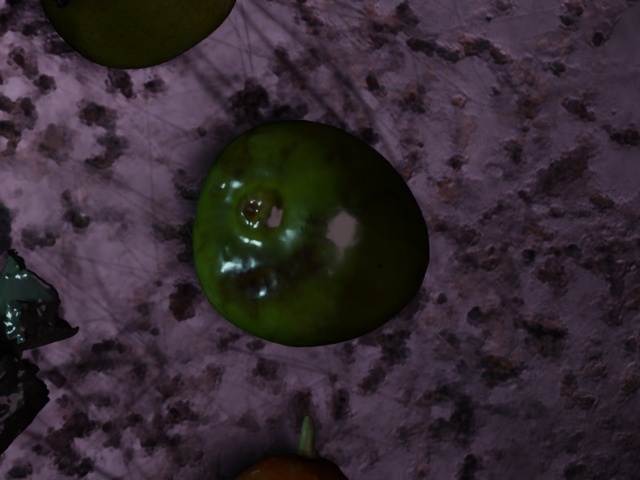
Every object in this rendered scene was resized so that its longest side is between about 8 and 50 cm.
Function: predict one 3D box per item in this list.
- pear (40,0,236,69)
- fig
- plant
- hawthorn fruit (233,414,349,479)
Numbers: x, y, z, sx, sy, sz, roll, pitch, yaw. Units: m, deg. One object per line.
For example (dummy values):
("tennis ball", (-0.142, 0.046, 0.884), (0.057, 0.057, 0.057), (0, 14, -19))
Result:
("pear", (-0.164, -0.229, 1.422), (0.180, 0.216, 0.166), (-13, 96, 19))
("fig", (0.000, 0.000, 1.514), (0.225, 0.203, 0.203), (17, 90, -54))
("plant", (-0.298, 0.110, 1.453), (0.131, 0.142, 0.203), (41, 72, -8))
("hawthorn fruit", (-0.030, 0.284, 1.522), (0.199, 0.199, 0.251), (13, 76, -15))
